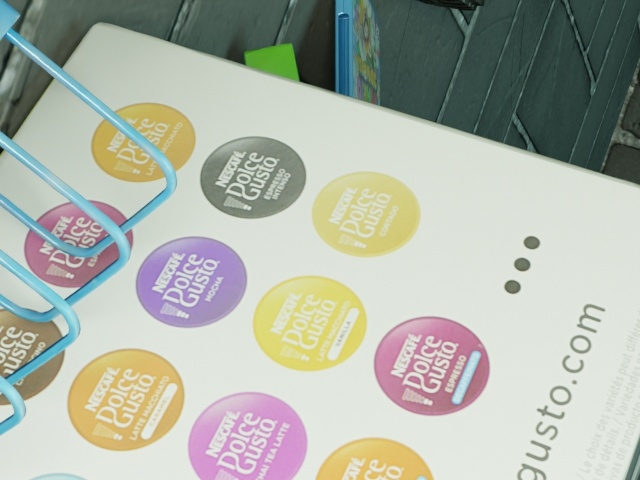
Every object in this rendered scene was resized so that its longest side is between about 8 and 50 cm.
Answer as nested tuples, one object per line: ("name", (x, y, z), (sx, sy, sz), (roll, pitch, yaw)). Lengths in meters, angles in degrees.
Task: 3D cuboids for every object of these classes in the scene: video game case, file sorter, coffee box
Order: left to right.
("file sorter", (-0.149, 0.017, 0.628), (0.118, 0.104, 0.170), (-31, -156, 52))
("coffee box", (-0.031, 0.156, 0.834), (0.338, 0.334, 0.337), (88, 25, -54))
("video game case", (0.028, -0.106, 1.195), (0.119, 0.015, 0.166), (56, 33, -70))

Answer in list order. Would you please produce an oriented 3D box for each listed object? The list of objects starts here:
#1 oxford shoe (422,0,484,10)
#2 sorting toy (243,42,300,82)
("oxford shoe", (0.089, -0.232, 1.244), (0.227, 0.083, 0.096), (19, 86, -74))
("sorting toy", (0.000, 0.000, 1.128), (0.347, 0.047, 0.196), (77, 3, -61))
